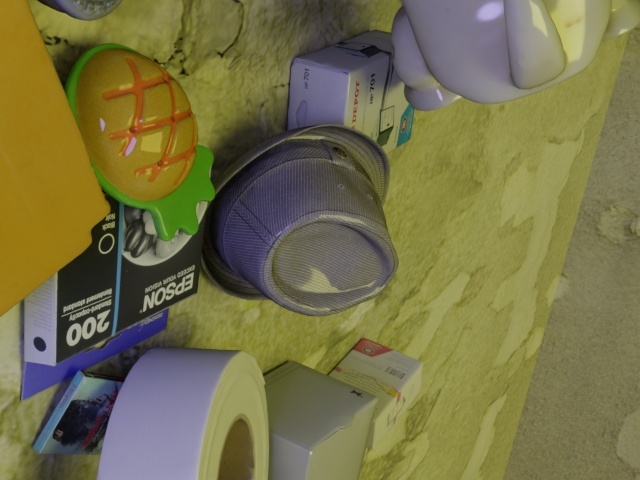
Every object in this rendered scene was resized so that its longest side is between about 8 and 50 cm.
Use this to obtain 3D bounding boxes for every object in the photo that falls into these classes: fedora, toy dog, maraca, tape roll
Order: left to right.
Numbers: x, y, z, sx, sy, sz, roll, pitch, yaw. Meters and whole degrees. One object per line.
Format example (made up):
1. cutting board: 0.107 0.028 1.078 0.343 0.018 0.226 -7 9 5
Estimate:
1. maraca: -0.150 -0.082 0.768 0.186 0.099 0.127 54 48 -38
2. tape roll: -0.133 0.253 0.943 0.286 0.100 0.286 1 90 -79
3. fedora: 0.000 0.000 1.008 0.244 0.124 0.275 -50 140 11
4. toy dog: 0.122 -0.349 0.899 0.408 0.284 0.395 65 25 -15

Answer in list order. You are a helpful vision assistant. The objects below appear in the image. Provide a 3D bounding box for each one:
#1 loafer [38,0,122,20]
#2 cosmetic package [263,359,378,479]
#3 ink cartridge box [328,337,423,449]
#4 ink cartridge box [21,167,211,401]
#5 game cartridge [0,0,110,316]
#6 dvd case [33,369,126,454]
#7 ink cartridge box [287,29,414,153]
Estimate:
1. loafer: -0.213 -0.255 0.569 0.094 0.087 0.251 -46 129 -37
2. cosmetic package: -0.058 0.375 1.222 0.197 0.155 0.366 -18 123 -59
3. ink cartridge box: 0.065 0.249 1.414 0.198 0.115 0.067 -40 141 -44
4. ink cartridge box: -0.191 0.035 0.856 0.206 0.045 0.208 -27 133 -54
5. game cartridge: -0.290 -0.045 0.562 0.285 0.052 0.324 -42 146 -27
6. dvd case: -0.226 0.176 0.905 0.087 0.013 0.119 -59 155 -1
7. ink cartridge box: 0.045 -0.172 1.120 0.190 0.082 0.140 -36 138 -51
